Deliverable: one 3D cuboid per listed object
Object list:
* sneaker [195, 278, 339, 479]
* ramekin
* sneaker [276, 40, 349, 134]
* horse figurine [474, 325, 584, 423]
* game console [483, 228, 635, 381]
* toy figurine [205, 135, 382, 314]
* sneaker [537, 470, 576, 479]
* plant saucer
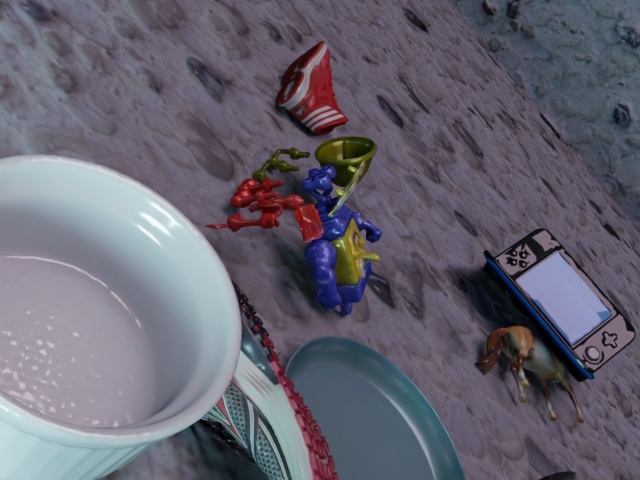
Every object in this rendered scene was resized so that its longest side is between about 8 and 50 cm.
[{"bbox_3d":[-0.075,0.175,0.821,0.299,0.112,0.121,58,-1,24],"label":"sneaker"},{"bbox_3d":[-0.219,0.073,0.696,0.277,0.135,0.277,26,40,-23],"label":"ramekin"},{"bbox_3d":[-0.003,-0.270,1.489,0.128,0.087,0.221,47,41,-22],"label":"sneaker"},{"bbox_3d":[0.374,0.221,1.424,0.263,0.066,0.174,31,36,-30],"label":"horse figurine"},{"bbox_3d":[0.460,0.106,1.524,0.250,0.173,0.293,-31,73,-23],"label":"game console"},{"bbox_3d":[0.000,0.000,1.158,0.362,0.191,0.217,-65,142,-66],"label":"toy figurine"},{"bbox_3d":[0.402,0.445,1.160,0.271,0.108,0.100,48,28,-6],"label":"sneaker"},{"bbox_3d":[0.062,0.263,0.978,0.317,0.044,0.317,33,33,-25],"label":"plant saucer"}]
